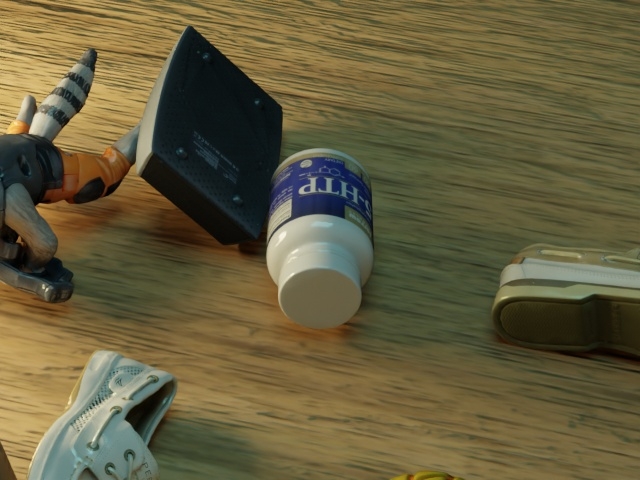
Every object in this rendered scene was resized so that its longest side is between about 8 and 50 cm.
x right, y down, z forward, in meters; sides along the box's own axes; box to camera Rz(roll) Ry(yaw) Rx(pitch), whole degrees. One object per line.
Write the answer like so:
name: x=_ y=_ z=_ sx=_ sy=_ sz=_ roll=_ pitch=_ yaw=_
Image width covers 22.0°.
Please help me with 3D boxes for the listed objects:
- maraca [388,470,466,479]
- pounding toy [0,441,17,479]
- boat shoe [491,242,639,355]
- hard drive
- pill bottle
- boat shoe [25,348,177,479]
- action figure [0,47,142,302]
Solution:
maraca: x=0.074 y=0.250 z=1.419 sx=0.186 sy=0.099 sz=0.127 roll=-1 pitch=22 yaw=39
pounding toy: x=-0.361 y=0.279 z=1.381 sx=0.206 sy=0.094 sz=0.181 roll=-10 pitch=44 yaw=1
boat shoe: x=0.328 y=0.057 z=1.646 sx=0.302 sy=0.113 sz=0.103 roll=9 pitch=45 yaw=11
hard drive: x=-0.123 y=-0.114 z=1.825 sx=0.172 sy=0.054 sz=0.254 roll=40 pitch=32 yaw=-23
pill bottle: x=0.000 y=0.000 z=1.709 sx=0.112 sy=0.112 sz=0.186 roll=0 pitch=39 yaw=-1
boat shoe: x=-0.192 y=0.198 z=1.471 sx=0.096 sy=0.098 sz=0.277 roll=7 pitch=38 yaw=9
action figure: x=-0.365 y=-0.086 z=1.763 sx=0.341 sy=0.178 sz=0.330 roll=22 pitch=32 yaw=17
